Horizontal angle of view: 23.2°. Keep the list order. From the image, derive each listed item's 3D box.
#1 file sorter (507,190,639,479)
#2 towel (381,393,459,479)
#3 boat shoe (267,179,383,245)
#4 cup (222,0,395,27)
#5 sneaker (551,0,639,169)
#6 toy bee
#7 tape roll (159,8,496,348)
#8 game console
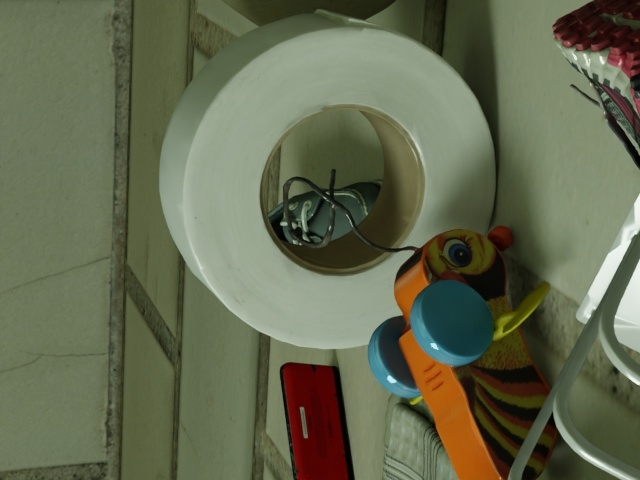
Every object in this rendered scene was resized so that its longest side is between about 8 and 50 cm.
[{"bbox_3d":[0.228,0.036,0.727,0.173,0.193,0.277,-53,-13,-43],"label":"file sorter"},{"bbox_3d":[0.108,0.326,1.458,0.324,0.056,0.312,-137,47,-66],"label":"towel"},{"bbox_3d":[0.000,0.000,1.685,0.319,0.099,0.116,167,101,-72],"label":"boat shoe"},{"bbox_3d":[-0.021,-0.334,1.450,0.331,0.331,0.237,-118,6,-54],"label":"cup"},{"bbox_3d":[0.219,-0.085,0.938,0.299,0.121,0.112,-92,-21,-64],"label":"sneaker"},{"bbox_3d":[0.121,0.054,1.286,0.195,0.162,0.298,-9,103,54],"label":"toy bee"},{"bbox_3d":[0.007,-0.054,1.362,0.100,0.286,0.286,-143,53,-68],"label":"tape roll"},{"bbox_3d":[-0.014,0.221,1.787,0.085,0.124,0.144,-26,65,42],"label":"game console"}]
